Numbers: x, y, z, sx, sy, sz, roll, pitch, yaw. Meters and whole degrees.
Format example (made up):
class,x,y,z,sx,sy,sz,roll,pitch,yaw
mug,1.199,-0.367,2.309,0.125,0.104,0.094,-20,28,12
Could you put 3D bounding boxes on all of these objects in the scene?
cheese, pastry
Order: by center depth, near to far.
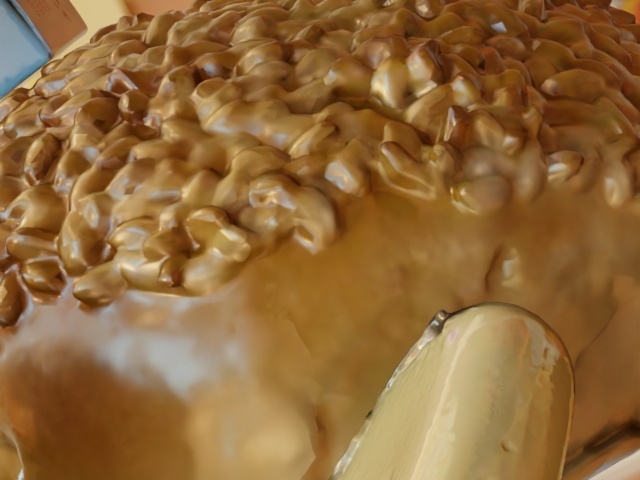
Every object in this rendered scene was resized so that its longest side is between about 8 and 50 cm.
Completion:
class,x,y,z,sx,sy,sz,roll,pitch,yaw
cheese,0.023,0.122,0.558,0.050,0.127,0.255,31,-149,-8
pastry,0.000,0.000,0.900,0.409,0.410,0.245,-97,-5,-73

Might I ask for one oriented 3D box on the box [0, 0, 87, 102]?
class,x,y,z,sx,sy,sz,roll,pitch,yaw
box,-0.244,-0.068,1.019,0.083,0.232,0.142,50,-172,-9
